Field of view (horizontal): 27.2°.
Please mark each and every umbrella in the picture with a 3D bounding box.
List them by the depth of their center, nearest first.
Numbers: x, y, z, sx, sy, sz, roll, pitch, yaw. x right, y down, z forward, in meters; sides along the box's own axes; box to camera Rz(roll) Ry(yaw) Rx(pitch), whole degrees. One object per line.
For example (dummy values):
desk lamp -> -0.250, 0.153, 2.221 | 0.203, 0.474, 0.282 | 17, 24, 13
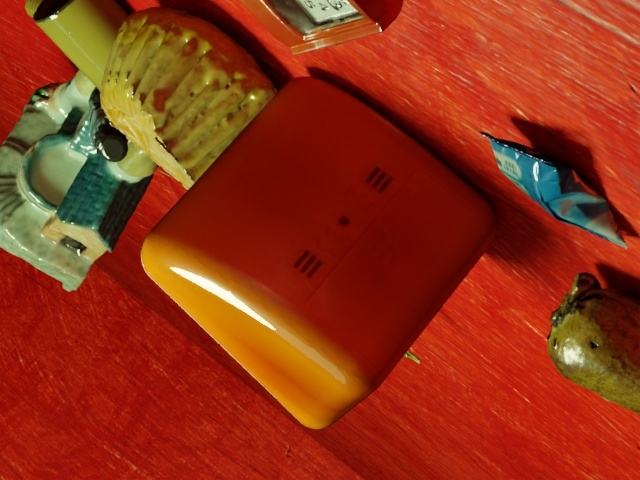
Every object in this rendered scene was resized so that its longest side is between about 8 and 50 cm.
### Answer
umbrella -> -0.248, -0.138, 1.569 | 0.053, 0.052, 0.250 | 5, -163, -14

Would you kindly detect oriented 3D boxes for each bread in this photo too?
bread -> -0.136, -0.141, 1.413 | 0.240, 0.139, 0.240 | 43, 169, 11

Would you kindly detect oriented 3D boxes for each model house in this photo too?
model house -> -0.311, -0.113, 1.772 | 0.194, 0.267, 0.325 | 33, 157, -17

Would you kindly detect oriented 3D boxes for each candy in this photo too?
candy -> 0.188, -0.037, 1.056 | 0.136, 0.038, 0.088 | 41, 173, -36

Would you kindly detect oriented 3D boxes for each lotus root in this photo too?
lotus root -> 0.282, 0.109, 1.135 | 0.190, 0.094, 0.108 | 34, -160, 11

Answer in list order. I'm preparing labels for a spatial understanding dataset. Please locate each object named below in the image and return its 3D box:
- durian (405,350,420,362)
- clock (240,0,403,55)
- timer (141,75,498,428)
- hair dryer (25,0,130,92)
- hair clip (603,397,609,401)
durian -> 0.044, 0.063, 1.602 | 0.215, 0.100, 0.086 | 29, 178, 12
clock -> -0.007, -0.209, 1.029 | 0.113, 0.061, 0.155 | 48, 162, -21
timer -> 0.000, 0.000, 1.237 | 0.250, 0.257, 0.161 | 40, 160, 1
hair dryer -> -0.302, -0.266, 1.634 | 0.135, 0.090, 0.278 | 48, 171, -31
hair clip -> 0.342, 0.184, 1.328 | 0.137, 0.022, 0.054 | 37, 164, 21
